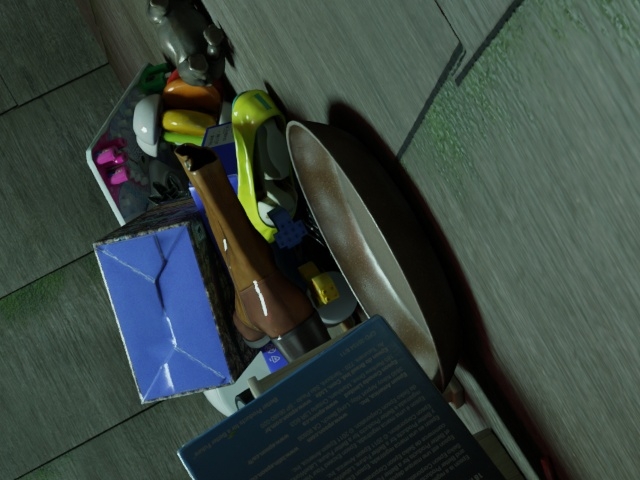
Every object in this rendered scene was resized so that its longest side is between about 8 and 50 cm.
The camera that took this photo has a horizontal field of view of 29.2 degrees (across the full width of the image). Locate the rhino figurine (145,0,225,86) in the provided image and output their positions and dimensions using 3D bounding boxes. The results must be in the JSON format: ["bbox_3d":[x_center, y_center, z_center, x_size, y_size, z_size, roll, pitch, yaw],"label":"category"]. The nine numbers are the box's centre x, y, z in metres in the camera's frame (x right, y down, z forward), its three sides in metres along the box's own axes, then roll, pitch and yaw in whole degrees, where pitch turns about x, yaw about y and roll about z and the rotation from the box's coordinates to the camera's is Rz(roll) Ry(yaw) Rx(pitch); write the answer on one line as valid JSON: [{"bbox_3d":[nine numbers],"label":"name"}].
[{"bbox_3d":[-0.198,-0.310,1.643,0.243,0.073,0.106,61,169,13],"label":"rhino figurine"}]

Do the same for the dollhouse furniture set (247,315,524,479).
[{"bbox_3d":[0.078,0.265,1.439,0.286,0.198,0.303,57,171,30],"label":"dollhouse furniture set"}]

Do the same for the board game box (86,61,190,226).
[{"bbox_3d":[-0.266,-0.088,2.245,0.390,0.050,0.390,-74,-36,-57],"label":"board game box"}]

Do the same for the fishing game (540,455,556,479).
[{"bbox_3d":[0.259,0.305,1.040,0.264,0.041,0.189,47,161,60],"label":"fishing game"}]

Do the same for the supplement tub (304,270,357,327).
[{"bbox_3d":[0.012,0.081,1.668,0.071,0.071,0.107,61,171,4],"label":"supplement tub"}]

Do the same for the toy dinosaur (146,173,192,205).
[{"bbox_3d":[-0.155,-0.055,2.120,0.322,0.164,0.218,29,167,41],"label":"toy dinosaur"}]

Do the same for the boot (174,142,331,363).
[{"bbox_3d":[-0.112,0.010,1.519,0.280,0.096,0.264,59,176,-16],"label":"boot"}]

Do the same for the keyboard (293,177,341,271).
[{"bbox_3d":[0.000,0.000,1.591,0.192,0.038,0.100,56,170,27],"label":"keyboard"}]

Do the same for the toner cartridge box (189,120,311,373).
[{"bbox_3d":[-0.079,0.016,1.733,0.165,0.075,0.347,-81,-26,-55],"label":"toner cartridge box"}]

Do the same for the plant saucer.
[{"bbox_3d":[0.060,0.009,1.228,0.310,0.050,0.310,58,171,14],"label":"plant saucer"}]

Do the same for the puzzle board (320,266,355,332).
[{"bbox_3d":[0.027,0.097,1.833,0.096,0.011,0.128,60,171,17],"label":"puzzle board"}]

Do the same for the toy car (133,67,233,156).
[{"bbox_3d":[-0.190,-0.193,1.818,0.182,0.159,0.136,118,158,-80],"label":"toy car"}]

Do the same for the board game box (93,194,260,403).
[{"bbox_3d":[-0.178,0.067,1.749,0.291,0.141,0.232,-50,-54,-73],"label":"board game box"}]

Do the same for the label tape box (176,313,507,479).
[{"bbox_3d":[0.057,0.274,1.159,0.333,0.241,0.106,53,171,21],"label":"label tape box"}]

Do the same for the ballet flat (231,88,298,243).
[{"bbox_3d":[-0.063,-0.079,1.530,0.077,0.077,0.231,33,142,42],"label":"ballet flat"}]

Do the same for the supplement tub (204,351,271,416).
[{"bbox_3d":[-0.134,0.215,2.384,0.241,0.241,0.331,64,171,-17],"label":"supplement tub"}]

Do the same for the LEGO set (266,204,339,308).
[{"bbox_3d":[0.009,0.021,1.440,0.227,0.087,0.093,63,172,-16],"label":"LEGO set"}]

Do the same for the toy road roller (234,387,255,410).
[{"bbox_3d":[0.018,0.351,2.101,0.240,0.202,0.329,13,130,65],"label":"toy road roller"}]
